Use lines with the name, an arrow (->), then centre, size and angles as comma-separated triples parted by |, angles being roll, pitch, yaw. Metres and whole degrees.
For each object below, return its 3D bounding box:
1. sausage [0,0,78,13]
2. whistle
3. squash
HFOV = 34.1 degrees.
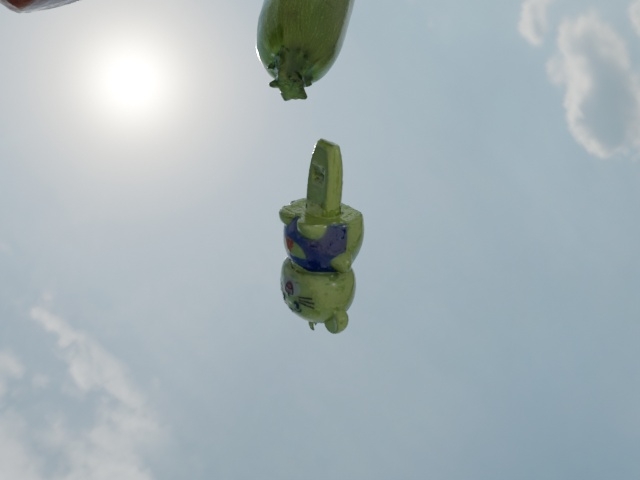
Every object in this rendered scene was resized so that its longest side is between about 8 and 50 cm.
sausage -> -0.239, -0.328, 1.057 | 0.153, 0.268, 0.141 | -26, -82, -74
whistle -> 0.000, 0.000, 1.153 | 0.085, 0.227, 0.105 | -14, -150, -34
squash -> -0.011, -0.290, 1.230 | 0.107, 0.107, 0.395 | 34, -140, -22
